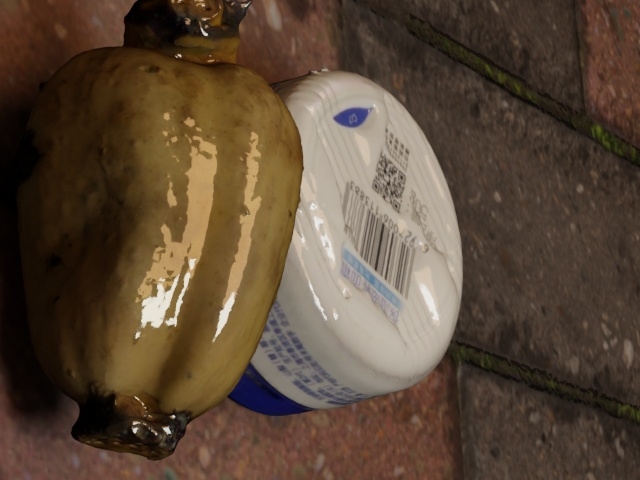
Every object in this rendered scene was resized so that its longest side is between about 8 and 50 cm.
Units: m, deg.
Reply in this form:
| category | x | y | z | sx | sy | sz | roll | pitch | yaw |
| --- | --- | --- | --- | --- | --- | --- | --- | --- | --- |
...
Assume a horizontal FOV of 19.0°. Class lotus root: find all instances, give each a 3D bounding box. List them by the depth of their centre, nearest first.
| category | x | y | z | sx | sy | sz | roll | pitch | yaw |
| --- | --- | --- | --- | --- | --- | --- | --- | --- | --- |
| lotus root | -0.090 | -0.013 | 1.019 | 0.154 | 0.140 | 0.257 | 12 | 71 | -8 |

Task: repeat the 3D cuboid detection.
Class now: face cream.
| category | x | y | z | sx | sy | sz | roll | pitch | yaw |
| --- | --- | --- | --- | --- | --- | --- | --- | --- | --- |
| face cream | 0.000 | 0.000 | 1.179 | 0.206 | 0.111 | 0.206 | 29 | 53 | -47 |
